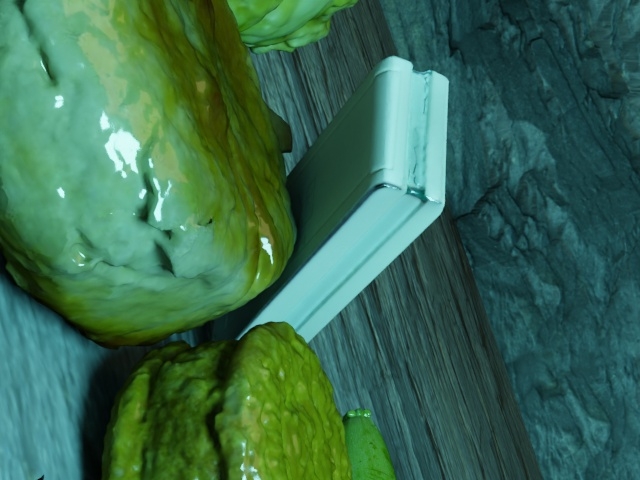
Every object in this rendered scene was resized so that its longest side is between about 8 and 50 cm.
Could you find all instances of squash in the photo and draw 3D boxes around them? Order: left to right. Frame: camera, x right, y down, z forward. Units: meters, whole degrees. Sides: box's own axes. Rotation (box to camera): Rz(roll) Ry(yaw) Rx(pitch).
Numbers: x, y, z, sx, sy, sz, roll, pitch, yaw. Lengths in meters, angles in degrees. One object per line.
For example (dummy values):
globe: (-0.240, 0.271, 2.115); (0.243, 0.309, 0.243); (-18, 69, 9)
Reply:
squash: (0.043, 0.228, 1.124); (0.201, 0.066, 0.066); (-97, 162, -47)

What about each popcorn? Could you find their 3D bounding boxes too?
popcorn: (-0.078, -0.292, 1.218); (0.225, 0.174, 0.286); (56, 21, 9)

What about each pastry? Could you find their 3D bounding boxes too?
pastry: (-0.122, -0.090, 0.757); (0.329, 0.136, 0.329); (-20, 90, -79)
pastry: (-0.049, 0.141, 0.747); (0.189, 0.103, 0.188); (-12, 90, -75)

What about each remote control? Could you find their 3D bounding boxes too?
remote control: (0.000, 0.000, 0.876); (0.055, 0.277, 0.103); (19, 53, -18)

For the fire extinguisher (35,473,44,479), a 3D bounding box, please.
fire extinguisher: (-0.186, 0.019, 0.400); (0.138, 0.102, 0.344); (-100, 164, -46)
